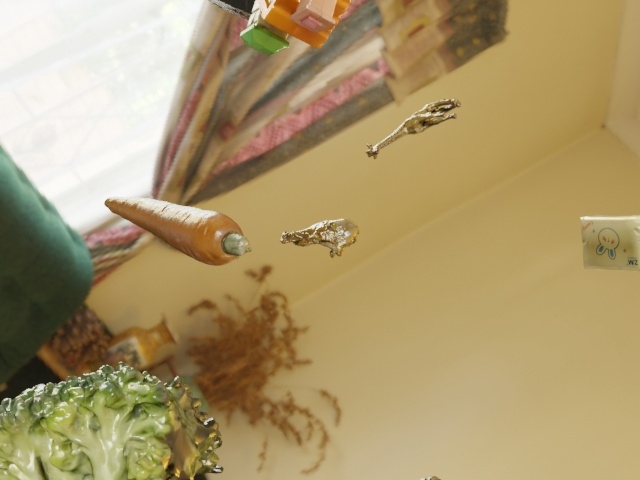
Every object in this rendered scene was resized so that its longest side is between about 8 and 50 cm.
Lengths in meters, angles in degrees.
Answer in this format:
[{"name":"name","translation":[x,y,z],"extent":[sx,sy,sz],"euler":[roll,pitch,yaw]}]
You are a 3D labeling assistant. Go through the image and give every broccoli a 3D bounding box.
[{"name":"broccoli","translation":[-0.280,0.312,1.073],"extent":[0.347,0.293,0.281],"euler":[5,60,-45]}]

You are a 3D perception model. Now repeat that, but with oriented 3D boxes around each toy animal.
[{"name":"toy animal","translation":[0.244,-0.298,2.241],"extent":[0.054,0.275,0.149],"euler":[61,14,-21]}]

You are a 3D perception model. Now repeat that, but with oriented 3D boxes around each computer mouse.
[{"name":"computer mouse","translation":[-0.149,-0.491,1.729],"extent":[0.217,0.074,0.122],"euler":[29,6,15]}]

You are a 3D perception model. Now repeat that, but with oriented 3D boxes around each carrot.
[{"name":"carrot","translation":[-0.198,-0.020,1.135],"extent":[0.336,0.069,0.069],"euler":[16,-40,47]}]

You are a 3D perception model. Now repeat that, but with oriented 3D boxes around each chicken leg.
[{"name":"chicken leg","translation":[-0.001,-0.003,2.230],"extent":[0.085,0.207,0.101],"euler":[127,-43,-77]}]

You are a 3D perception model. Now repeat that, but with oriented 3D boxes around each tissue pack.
[{"name":"tissue pack","translation":[0.784,0.006,2.229],"extent":[0.196,0.092,0.148],"euler":[0,-82,56]}]

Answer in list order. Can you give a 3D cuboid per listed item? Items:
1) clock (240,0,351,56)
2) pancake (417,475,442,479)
[{"name":"clock","translation":[-0.001,-0.382,1.144],"extent":[0.106,0.255,0.219],"euler":[22,-14,-27]},{"name":"pancake","translation":[0.133,0.433,1.360],"extent":[0.056,0.212,0.257],"euler":[56,26,10]}]
